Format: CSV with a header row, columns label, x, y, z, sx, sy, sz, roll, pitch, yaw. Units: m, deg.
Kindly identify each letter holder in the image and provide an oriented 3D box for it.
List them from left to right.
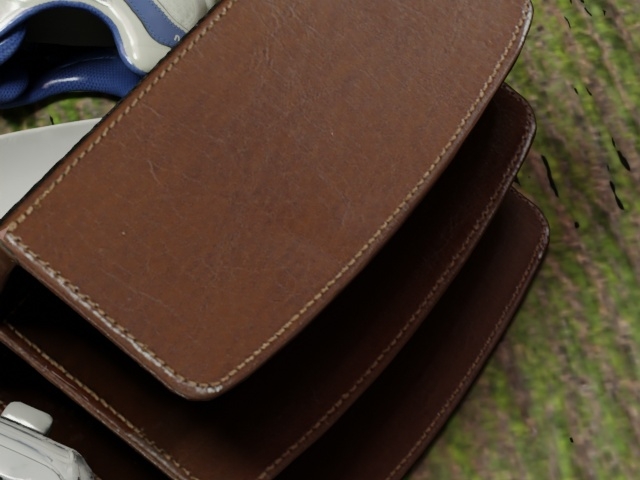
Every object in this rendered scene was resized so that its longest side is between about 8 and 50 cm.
label,x,y,z,sx,sy,sz,roll,pitch,yaw
letter holder,0.000,0.000,0.937,0.214,0.152,0.302,39,57,2

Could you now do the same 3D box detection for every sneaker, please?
label,x,y,z,sx,sy,sz,roll,pitch,yaw
sneaker,-0.214,-0.148,1.166,0.296,0.112,0.131,5,49,11

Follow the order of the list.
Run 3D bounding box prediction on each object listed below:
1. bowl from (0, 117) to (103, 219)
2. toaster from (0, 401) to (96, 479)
label,x,y,z,sx,sy,sz,roll,pitch,yaw
bowl,-0.126,0.001,1.042,0.142,0.053,0.142,-11,47,-14
toaster,-0.177,0.177,0.833,0.129,0.146,0.227,21,53,11
